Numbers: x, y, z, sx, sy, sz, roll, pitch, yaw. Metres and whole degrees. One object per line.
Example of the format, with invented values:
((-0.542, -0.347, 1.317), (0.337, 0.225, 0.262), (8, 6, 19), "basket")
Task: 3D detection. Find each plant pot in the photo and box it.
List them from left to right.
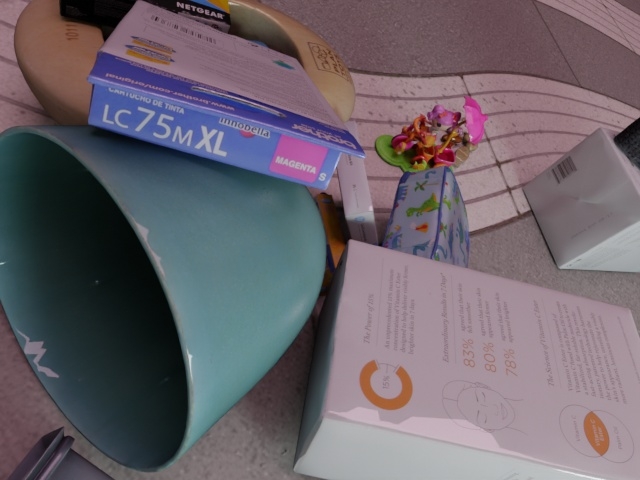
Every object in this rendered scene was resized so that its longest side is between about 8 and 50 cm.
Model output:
((-0.134, 0.021, 0.482), (0.293, 0.293, 0.235), (52, 41, 9), "plant pot")

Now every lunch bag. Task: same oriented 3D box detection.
((0.163, 0.016, 0.724), (0.176, 0.090, 0.218), (54, 40, -40), "lunch bag")

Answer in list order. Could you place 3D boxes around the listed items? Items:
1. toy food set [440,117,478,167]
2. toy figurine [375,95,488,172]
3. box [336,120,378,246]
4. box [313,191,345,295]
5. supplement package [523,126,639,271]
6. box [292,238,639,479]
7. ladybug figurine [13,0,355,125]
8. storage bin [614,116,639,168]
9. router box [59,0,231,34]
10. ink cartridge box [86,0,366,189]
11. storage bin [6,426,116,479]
((0.280, -0.201, 1.011), (0.078, 0.019, 0.122), (45, 58, 4), "toy food set")
((0.210, -0.191, 0.873), (0.173, 0.159, 0.130), (17, 54, -18), "toy figurine")
((0.053, -0.051, 0.691), (0.038, 0.186, 0.145), (-11, 60, 7), "box")
((0.000, 0.000, 0.688), (0.028, 0.081, 0.136), (-1, 61, -28), "box")
((0.599, -0.069, 0.983), (0.263, 0.199, 0.197), (4, 59, -27), "supplement package")
((0.165, 0.165, 0.555), (0.346, 0.168, 0.214), (14, 48, -3), "box")
((-0.156, -0.208, 0.680), (0.450, 0.162, 0.304), (-3, 62, -30), "ladybug figurine")
((0.630, -0.154, 0.868), (0.122, 0.084, 0.180), (-30, 76, -39), "storage bin")
((-0.202, -0.300, 0.578), (0.179, 0.046, 0.133), (4, 58, -26), "router box")
((-0.089, -0.135, 0.441), (0.186, 0.065, 0.311), (13, 26, -21), "ink cartridge box")
((-0.215, 0.224, 0.404), (0.091, 0.135, 0.098), (40, 49, -14), "storage bin")
